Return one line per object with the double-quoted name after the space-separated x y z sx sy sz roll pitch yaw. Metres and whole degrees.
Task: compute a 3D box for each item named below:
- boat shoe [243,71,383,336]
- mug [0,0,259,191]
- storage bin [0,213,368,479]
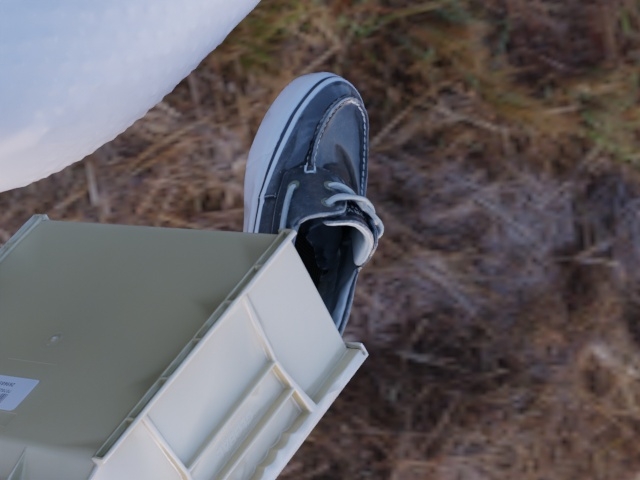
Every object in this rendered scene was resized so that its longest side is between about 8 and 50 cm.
0.000 0.000 1.491 0.121 0.119 0.335 35 58 -39 "boat shoe"
-0.258 -0.236 1.422 0.328 0.276 0.374 -48 139 -26 "mug"
-0.155 0.109 1.176 0.260 0.262 0.123 -51 130 -35 "storage bin"
